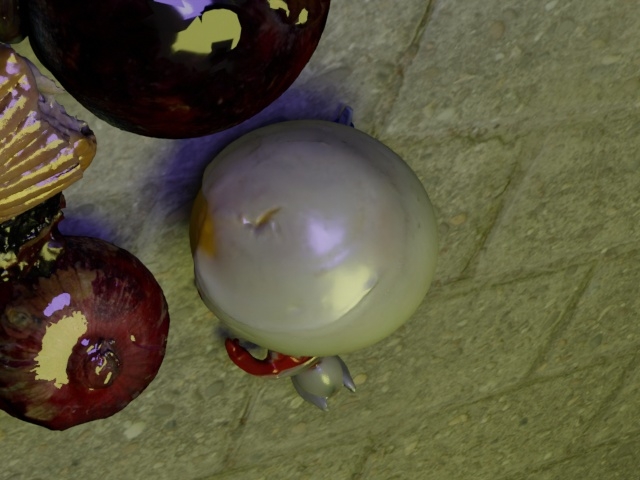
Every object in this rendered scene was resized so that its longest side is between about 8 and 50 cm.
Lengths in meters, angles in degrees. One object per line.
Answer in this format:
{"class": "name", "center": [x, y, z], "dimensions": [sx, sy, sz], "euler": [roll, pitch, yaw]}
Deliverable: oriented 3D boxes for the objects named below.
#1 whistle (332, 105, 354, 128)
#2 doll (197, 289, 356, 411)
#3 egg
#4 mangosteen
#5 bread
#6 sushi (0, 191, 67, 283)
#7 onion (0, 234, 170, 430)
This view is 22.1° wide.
{"class": "whistle", "center": [0.026, -0.131, 2.030], "dimensions": [0.029, 0.033, 0.083], "euler": [-24, 146, -36]}
{"class": "doll", "center": [-0.039, 0.121, 2.254], "dimensions": [0.188, 0.099, 0.384], "euler": [-34, 143, -5]}
{"class": "egg", "center": [0.000, 0.000, 1.942], "dimensions": [0.283, 0.283, 0.345], "euler": [-46, 159, 14]}
{"class": "mangosteen", "center": [-0.160, -0.252, 1.486], "dimensions": [0.306, 0.359, 0.306], "euler": [-33, 129, -53]}
{"class": "bread", "center": [-0.336, -0.109, 1.464], "dimensions": [0.149, 0.274, 0.274], "euler": [-64, 152, -13]}
{"class": "sushi", "center": [-0.334, -0.029, 1.666], "dimensions": [0.172, 0.153, 0.150], "euler": [-58, 151, -47]}
{"class": "onion", "center": [-0.288, 0.108, 1.874], "dimensions": [0.246, 0.190, 0.246], "euler": [-16, 126, -24]}
